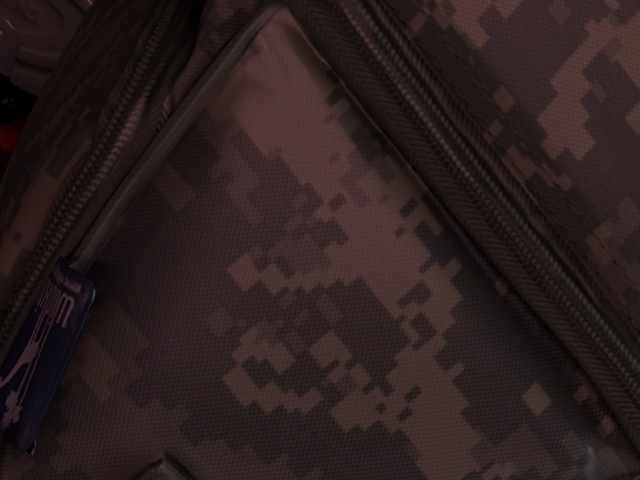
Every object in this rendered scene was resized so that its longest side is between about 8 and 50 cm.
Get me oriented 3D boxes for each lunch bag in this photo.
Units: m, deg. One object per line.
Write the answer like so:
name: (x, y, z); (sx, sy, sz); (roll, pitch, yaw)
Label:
lunch bag: (0.000, 0.000, 0.611); (0.256, 0.305, 0.212); (-41, 102, -3)

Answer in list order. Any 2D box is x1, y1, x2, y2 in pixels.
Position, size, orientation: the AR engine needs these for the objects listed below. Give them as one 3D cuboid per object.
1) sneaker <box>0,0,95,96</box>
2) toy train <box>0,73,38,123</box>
sneaker: (-0.156, -0.140, 0.795); (0.235, 0.090, 0.095); (36, 31, 6)
toy train: (-0.099, -0.057, 0.813); (0.158, 0.027, 0.036); (21, 66, -12)
